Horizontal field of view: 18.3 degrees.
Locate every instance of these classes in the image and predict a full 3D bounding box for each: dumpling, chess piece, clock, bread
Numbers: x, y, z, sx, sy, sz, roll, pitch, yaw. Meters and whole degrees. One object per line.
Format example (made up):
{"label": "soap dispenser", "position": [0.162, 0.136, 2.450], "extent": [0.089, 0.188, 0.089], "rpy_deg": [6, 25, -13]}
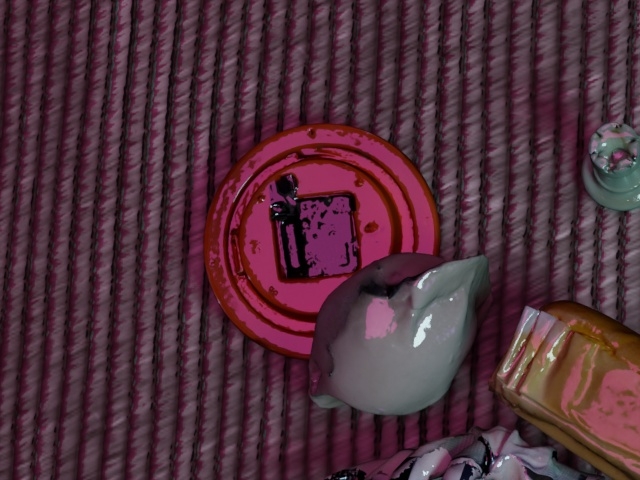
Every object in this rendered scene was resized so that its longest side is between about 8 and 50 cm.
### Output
{"label": "dumpling", "position": [0.073, 0.079, 1.604], "extent": [0.092, 0.150, 0.176], "rpy_deg": [39, 114, 50]}
{"label": "chess piece", "position": [0.243, -0.065, 1.610], "extent": [0.067, 0.103, 0.067], "rpy_deg": [-2, 78, 12]}
{"label": "clock", "position": [0.000, 0.000, 1.678], "extent": [0.205, 0.051, 0.205], "rpy_deg": [-2, 80, 11]}
{"label": "bread", "position": [0.255, 0.142, 1.551], "extent": [0.241, 0.136, 0.107], "rpy_deg": [34, 88, 17]}

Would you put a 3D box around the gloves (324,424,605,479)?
{"label": "gloves", "position": [0.111, 0.202, 1.584], "extent": [0.212, 0.127, 0.111], "rpy_deg": [17, 71, 5]}
